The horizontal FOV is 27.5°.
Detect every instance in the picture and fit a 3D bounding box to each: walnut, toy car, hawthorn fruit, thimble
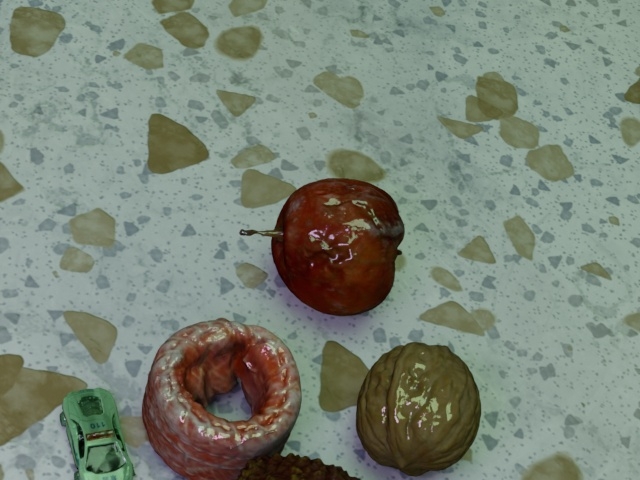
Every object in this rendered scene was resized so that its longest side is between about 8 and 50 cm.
[{"bbox_3d":[0.150,0.266,2.031,0.213,0.213,0.213,8,49,-10],"label":"walnut"},{"bbox_3d":[-0.328,0.298,1.943,0.093,0.058,0.186,-5,52,-23],"label":"toy car"},{"bbox_3d":[0.000,0.000,2.179,0.272,0.242,0.241,11,48,-7],"label":"hawthorn fruit"},{"bbox_3d":[-0.151,0.244,1.976,0.239,0.162,0.239,6,51,-8],"label":"thimble"}]

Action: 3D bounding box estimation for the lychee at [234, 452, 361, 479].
[{"bbox_3d":[-0.028,0.408,1.821,0.271,0.271,0.271,8,49,-10],"label":"lychee"}]
